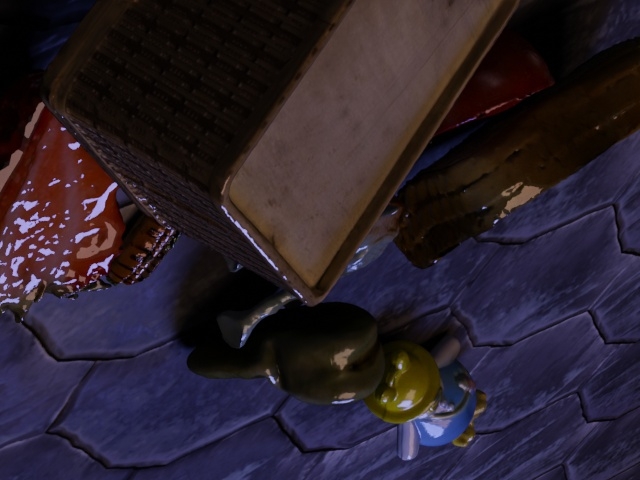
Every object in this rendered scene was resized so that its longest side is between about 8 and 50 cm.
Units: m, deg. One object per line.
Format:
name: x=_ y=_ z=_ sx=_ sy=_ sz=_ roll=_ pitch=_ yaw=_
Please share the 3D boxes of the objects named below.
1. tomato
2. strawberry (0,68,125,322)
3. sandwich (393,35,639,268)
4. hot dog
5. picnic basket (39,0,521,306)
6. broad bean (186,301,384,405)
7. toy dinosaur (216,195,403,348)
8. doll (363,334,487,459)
tomato: x=0.124 y=-0.144 z=1.466 sx=0.139 sy=0.091 sz=0.159 roll=-24 pitch=178 yaw=-14
strawberry: x=-0.232 y=-0.037 z=1.189 sx=0.174 sy=0.098 sz=0.228 roll=-27 pitch=146 yaw=-24
sandwich: x=0.193 y=-0.084 z=1.558 sx=0.251 sy=0.087 sz=0.226 roll=-35 pitch=-178 yaw=-20
hot dog: x=-0.138 y=-0.005 z=1.408 sx=0.049 sy=0.037 sz=0.122 roll=0 pitch=134 yaw=-54
picnic basket: x=-0.017 y=-0.148 z=1.151 sx=0.313 sy=0.175 sz=0.228 roll=-56 pitch=153 yaw=-9
broad bean: x=-0.030 y=0.099 z=1.567 sx=0.153 sy=0.206 sz=0.072 roll=-21 pitch=111 yaw=-43
toy dinosaur: x=0.000 y=0.000 z=1.466 sx=0.205 sy=0.092 sz=0.393 roll=-26 pitch=169 yaw=-19
doll: x=0.115 y=0.176 z=1.910 sx=0.135 sy=0.099 sz=0.241 roll=-38 pitch=154 yaw=9
